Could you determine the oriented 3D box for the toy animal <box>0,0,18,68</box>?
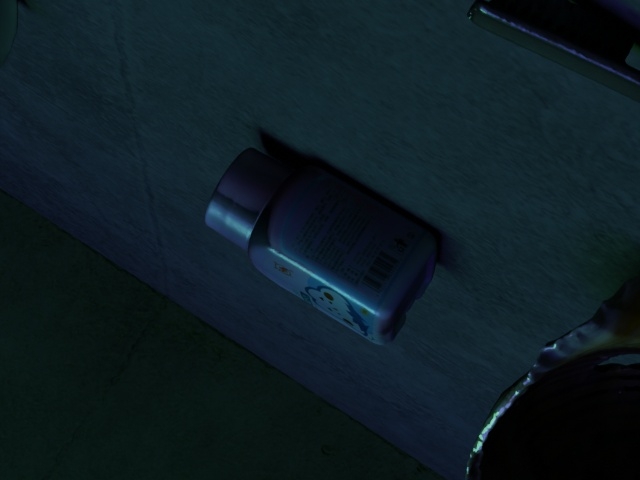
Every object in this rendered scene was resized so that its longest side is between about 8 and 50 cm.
[{"bbox_3d":[-0.382,-0.233,1.441,0.220,0.104,0.131,29,170,18],"label":"toy animal"}]

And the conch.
[{"bbox_3d":[0.225,0.160,1.155,0.186,0.263,0.324,-102,1,-71],"label":"conch"}]

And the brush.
[{"bbox_3d":[0.162,-0.079,0.781,0.190,0.027,0.034,26,173,0],"label":"brush"}]

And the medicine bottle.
[{"bbox_3d":[0.000,0.000,1.381,0.188,0.094,0.119,31,167,11],"label":"medicine bottle"}]
